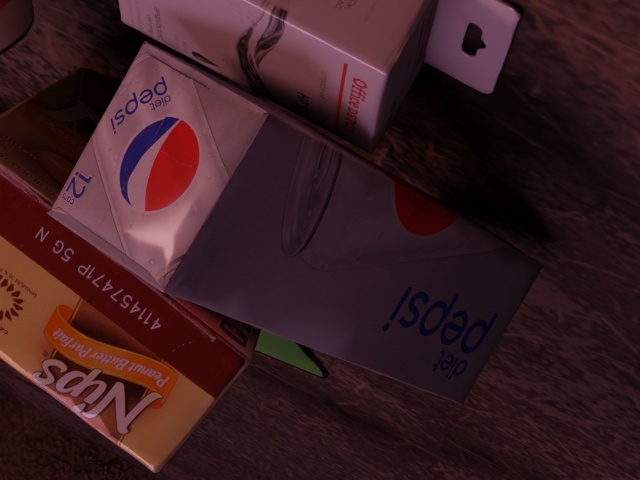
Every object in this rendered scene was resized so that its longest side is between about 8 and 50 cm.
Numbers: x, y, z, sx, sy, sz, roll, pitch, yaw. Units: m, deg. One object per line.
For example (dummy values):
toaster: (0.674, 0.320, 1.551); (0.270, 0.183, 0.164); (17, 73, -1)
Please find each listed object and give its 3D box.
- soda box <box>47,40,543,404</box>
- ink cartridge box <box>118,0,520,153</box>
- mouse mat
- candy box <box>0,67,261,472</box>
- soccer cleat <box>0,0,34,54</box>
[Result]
soda box: (0.000, 0.000, 0.879); (0.091, 0.098, 0.286); (32, -177, 36)
ink cartridge box: (-0.005, -0.105, 0.794); (0.180, 0.060, 0.104); (28, 164, 7)
mouse mat: (-0.083, 0.060, 1.501); (0.153, 0.007, 0.189); (20, 162, 31)
candy box: (-0.121, 0.002, 0.995); (0.183, 0.087, 0.316); (39, -168, -6)
soccer cleat: (-0.299, -0.195, 1.002); (0.318, 0.108, 0.116); (23, 140, 33)
